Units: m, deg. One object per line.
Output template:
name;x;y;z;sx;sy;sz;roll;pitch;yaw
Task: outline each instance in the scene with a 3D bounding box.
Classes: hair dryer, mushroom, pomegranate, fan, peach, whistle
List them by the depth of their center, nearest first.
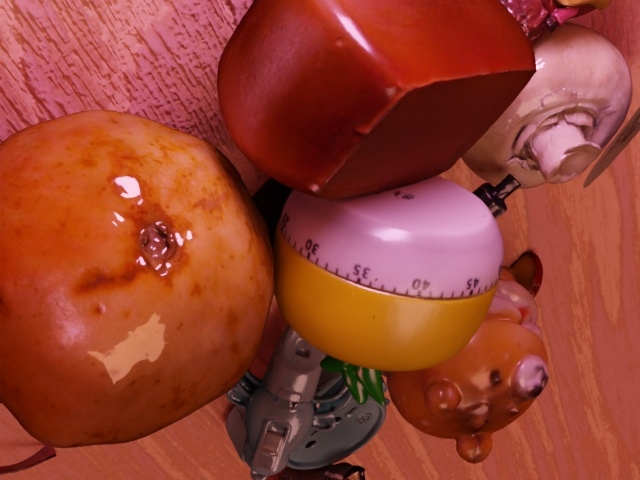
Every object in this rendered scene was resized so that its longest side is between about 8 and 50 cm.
pomegranate;-0.243;0.044;1.575;0.410;0.410;0.410;-19;143;-15
mushroom;0.287;-0.161;1.814;0.246;0.202;0.246;-11;139;-9
hair dryer;0.085;-0.022;1.829;0.320;0.155;0.284;25;104;-30
fan;0.463;-0.197;1.899;0.415;0.012;0.233;-38;165;-43
whistle;-0.053;0.232;2.055;0.186;0.093;0.274;18;105;-4
peach;0.324;0.060;2.241;0.050;0.077;0.083;15;82;-40

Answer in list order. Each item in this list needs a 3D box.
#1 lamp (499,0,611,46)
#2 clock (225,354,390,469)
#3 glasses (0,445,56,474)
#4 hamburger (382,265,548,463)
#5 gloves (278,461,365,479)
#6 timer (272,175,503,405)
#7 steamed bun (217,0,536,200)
lamp;0.312;-0.327;1.701;0.253;0.118;0.118;-35;145;-1
clock;0.004;0.275;2.233;0.223;0.094;0.274;-44;142;20
glasses;-0.396;0.250;1.897;0.268;0.118;0.234;19;121;-47
hamburger;0.216;0.186;2.126;0.276;0.236;0.276;-6;137;-6
gloves;-0.006;0.431;2.370;0.142;0.119;0.285;25;145;-26
timer;0.063;0.067;1.621;0.285;0.285;0.285;-19;143;-15
steamed bun;0.049;-0.201;1.545;0.379;0.248;0.235;-17;153;-53
